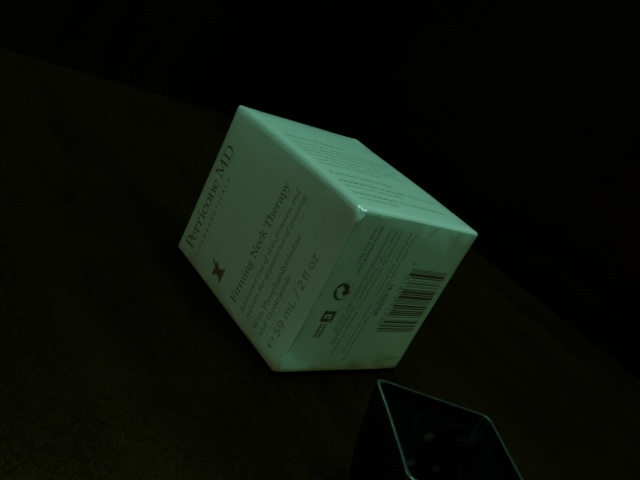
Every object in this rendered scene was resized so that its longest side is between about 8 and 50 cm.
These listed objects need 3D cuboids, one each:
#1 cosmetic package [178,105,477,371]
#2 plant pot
[{"bbox_3d":[0.000,0.000,1.268,0.327,0.329,0.394,8,26,-44],"label":"cosmetic package"},{"bbox_3d":[0.132,0.323,0.865,0.188,0.167,0.187,23,19,-17],"label":"plant pot"}]
